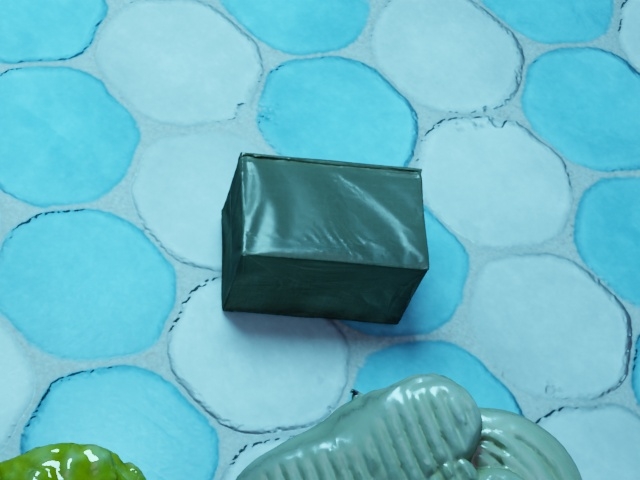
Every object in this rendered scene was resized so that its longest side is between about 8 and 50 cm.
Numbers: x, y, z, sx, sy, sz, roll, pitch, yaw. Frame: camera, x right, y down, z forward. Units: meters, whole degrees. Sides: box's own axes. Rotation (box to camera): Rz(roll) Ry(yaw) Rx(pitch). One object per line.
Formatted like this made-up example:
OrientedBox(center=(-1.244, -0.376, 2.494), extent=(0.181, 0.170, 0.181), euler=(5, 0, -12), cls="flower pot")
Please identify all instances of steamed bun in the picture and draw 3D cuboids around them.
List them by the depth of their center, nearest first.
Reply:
OrientedBox(center=(0.105, 0.319, 1.841), extent=(0.368, 0.255, 0.342), euler=(-30, 85, 0), cls="steamed bun")

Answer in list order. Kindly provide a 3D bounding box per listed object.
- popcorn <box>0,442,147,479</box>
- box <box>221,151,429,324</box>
OrientedBox(center=(-0.252, 0.337, 1.724), extent=(0.247, 0.282, 0.282), euler=(-7, 59, -18), cls="popcorn")
OrientedBox(center=(0.000, 0.000, 2.091), extent=(0.231, 0.155, 0.149), euler=(6, 58, -13), cls="box")
